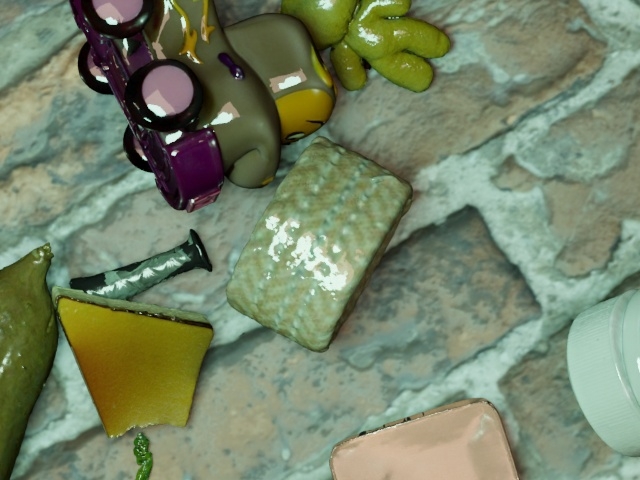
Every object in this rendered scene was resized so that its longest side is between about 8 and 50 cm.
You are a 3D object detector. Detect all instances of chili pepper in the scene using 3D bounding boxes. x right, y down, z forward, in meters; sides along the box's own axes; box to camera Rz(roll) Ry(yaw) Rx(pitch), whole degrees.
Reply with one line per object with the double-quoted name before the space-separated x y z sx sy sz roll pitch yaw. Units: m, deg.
"chili pepper" -0.218 0.273 1.757 0.027 0.022 0.083 7 92 1

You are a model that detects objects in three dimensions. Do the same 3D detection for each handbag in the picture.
"handbag" 0.127 0.287 1.728 0.213 0.059 0.157 -18 87 3

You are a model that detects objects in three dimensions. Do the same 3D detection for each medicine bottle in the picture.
"medicine bottle" 0.452 0.119 1.585 0.332 0.190 0.190 -21 87 41

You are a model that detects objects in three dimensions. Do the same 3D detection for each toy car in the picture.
"toy car" -0.140 -0.214 1.663 0.240 0.271 0.340 -27 87 -13

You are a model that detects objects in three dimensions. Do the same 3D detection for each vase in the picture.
"vase" -0.216 0.042 1.746 0.167 0.059 0.059 -22 88 1

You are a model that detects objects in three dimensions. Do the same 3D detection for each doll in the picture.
"doll" 0.051 -0.256 1.745 0.209 0.097 0.137 27 121 -13

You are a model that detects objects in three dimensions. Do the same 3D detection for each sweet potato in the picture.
"sweet potato" -0.400 0.175 1.706 0.158 0.158 0.369 18 78 2

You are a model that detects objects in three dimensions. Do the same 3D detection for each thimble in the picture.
"thimble" -0.002 0.003 1.672 0.148 0.196 0.229 28 90 4

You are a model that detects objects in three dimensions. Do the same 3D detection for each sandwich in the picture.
"sandwich" -0.239 0.150 1.710 0.193 0.058 0.162 14 99 -20
